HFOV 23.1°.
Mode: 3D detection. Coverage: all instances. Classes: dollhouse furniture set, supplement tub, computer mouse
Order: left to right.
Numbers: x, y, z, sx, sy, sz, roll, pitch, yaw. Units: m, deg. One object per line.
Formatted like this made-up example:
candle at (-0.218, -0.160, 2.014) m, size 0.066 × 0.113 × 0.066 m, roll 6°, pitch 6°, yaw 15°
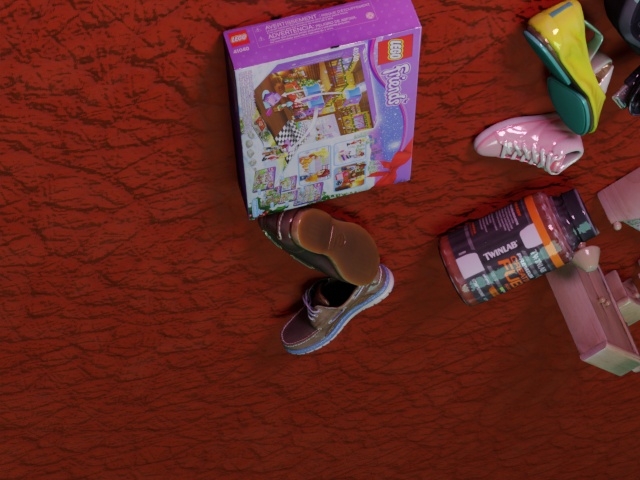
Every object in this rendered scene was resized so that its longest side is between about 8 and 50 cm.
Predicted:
supplement tub at (0.262, 0.003, 2.067) m, size 0.198 × 0.106 × 0.106 m, roll -26°, pitch 150°, yaw 12°
computer mouse at (0.371, -0.256, 1.725) m, size 0.188 × 0.072 × 0.272 m, roll -43°, pitch 153°, yaw 6°
dollhouse furniture set at (0.512, 0.028, 2.183) m, size 0.355 × 0.174 × 0.303 m, roll -33°, pitch 148°, yaw 25°

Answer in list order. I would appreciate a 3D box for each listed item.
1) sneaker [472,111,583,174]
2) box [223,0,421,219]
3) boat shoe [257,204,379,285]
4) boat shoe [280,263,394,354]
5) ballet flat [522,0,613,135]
sneaker at (0.258, -0.112, 1.908) m, size 0.134 × 0.070 × 0.051 m, roll -12°, pitch 152°, yaw -10°
box at (0.003, -0.142, 1.723) m, size 0.201 × 0.057 × 0.293 m, roll -14°, pitch 150°, yaw -8°
boat shoe at (0.000, 0.000, 1.960) m, size 0.073 × 0.073 × 0.207 m, roll 8°, pitch 163°, yaw 35°
boat shoe at (0.009, 0.083, 2.109) m, size 0.183 × 0.066 × 0.066 m, roll -39°, pitch 141°, yaw 14°
ballet flat at (0.295, -0.199, 1.788) m, size 0.077 × 0.077 × 0.231 m, roll -44°, pitch 147°, yaw -3°
